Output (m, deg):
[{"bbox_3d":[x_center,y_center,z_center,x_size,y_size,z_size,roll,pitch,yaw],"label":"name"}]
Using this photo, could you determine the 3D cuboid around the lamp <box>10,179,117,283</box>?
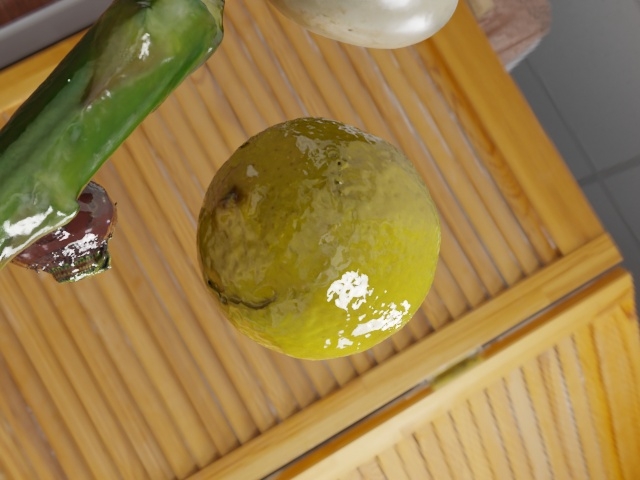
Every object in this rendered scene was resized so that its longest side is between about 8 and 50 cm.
[{"bbox_3d":[-0.332,-0.011,1.123,0.156,0.157,0.135,172,-95,-79],"label":"lamp"}]

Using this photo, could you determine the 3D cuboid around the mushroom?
[{"bbox_3d":[0.056,-0.396,1.099,0.292,0.292,0.290,49,-52,50],"label":"mushroom"}]

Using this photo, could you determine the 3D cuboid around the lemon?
[{"bbox_3d":[-0.001,0.000,0.989,0.293,0.293,0.293,58,-10,17],"label":"lemon"}]

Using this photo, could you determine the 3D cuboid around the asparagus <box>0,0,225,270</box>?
[{"bbox_3d":[-0.180,-0.073,0.614,0.085,0.343,0.082,21,-24,49],"label":"asparagus"}]
